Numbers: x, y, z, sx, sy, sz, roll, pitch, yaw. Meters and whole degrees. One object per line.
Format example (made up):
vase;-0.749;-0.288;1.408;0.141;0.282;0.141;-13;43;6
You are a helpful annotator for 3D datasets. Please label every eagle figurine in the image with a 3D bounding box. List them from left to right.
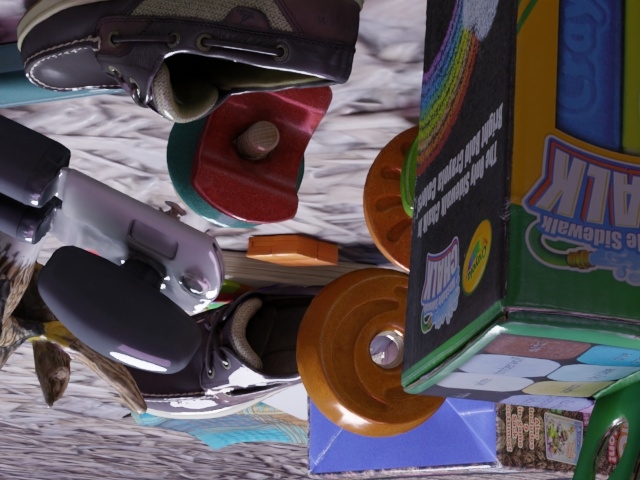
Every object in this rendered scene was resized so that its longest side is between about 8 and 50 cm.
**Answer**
eagle figurine;-0.268;0.035;1.322;0.226;0.225;0.298;10;179;17

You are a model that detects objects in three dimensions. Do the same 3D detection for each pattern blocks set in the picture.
pattern blocks set;-0.051;0.041;1.589;0.325;0.026;0.285;3;166;-1

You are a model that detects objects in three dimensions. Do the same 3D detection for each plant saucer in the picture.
plant saucer;-0.206;-0.098;1.105;0.192;0.018;0.067;-5;163;28

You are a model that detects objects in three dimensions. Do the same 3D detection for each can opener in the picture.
can opener;-0.184;-0.024;1.065;0.280;0.093;0.074;29;140;6

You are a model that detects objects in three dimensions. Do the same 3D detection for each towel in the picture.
towel;-0.026;0.234;2.311;0.370;0.040;0.271;-2;165;20

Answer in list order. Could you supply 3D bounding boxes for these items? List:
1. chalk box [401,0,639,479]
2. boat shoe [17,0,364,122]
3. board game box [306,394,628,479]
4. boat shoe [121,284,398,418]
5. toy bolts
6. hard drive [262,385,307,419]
chalk box;0.144;-0.013;0.805;0.179;0.289;0.180;6;166;-9
boat shoe;-0.076;-0.100;0.952;0.224;0.073;0.080;-7;161;33
board game box;0.166;0.163;1.742;0.232;0.141;0.291;-10;165;41
boat shoe;-0.052;0.086;1.524;0.285;0.102;0.092;-8;156;21
toy bolts;0.000;0.000;1.123;0.228;0.218;0.158;26;167;-12
hard drive;0.009;0.155;1.997;0.203;0.040;0.307;-2;164;22
